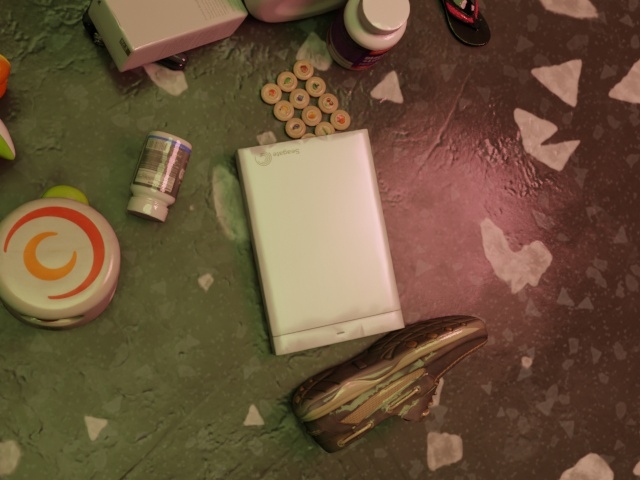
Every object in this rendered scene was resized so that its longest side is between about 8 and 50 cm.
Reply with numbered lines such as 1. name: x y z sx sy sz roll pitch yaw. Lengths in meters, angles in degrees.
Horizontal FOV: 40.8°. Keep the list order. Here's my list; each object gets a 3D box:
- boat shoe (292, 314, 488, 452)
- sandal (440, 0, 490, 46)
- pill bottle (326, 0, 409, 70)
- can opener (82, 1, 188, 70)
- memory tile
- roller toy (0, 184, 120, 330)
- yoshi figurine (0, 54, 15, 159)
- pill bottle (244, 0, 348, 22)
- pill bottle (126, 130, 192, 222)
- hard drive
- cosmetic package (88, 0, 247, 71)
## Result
1. boat shoe: 0.128 0.242 1.465 0.355 0.132 0.130 -25 101 -6
2. sandal: 0.256 -0.437 1.584 0.067 0.040 0.179 -30 92 -14
3. pill bottle: 0.083 -0.364 1.458 0.108 0.193 0.108 1 85 -13
4. can opener: -0.307 -0.336 1.433 0.186 0.059 0.073 25 80 -10
5. memory tile: -0.026 -0.235 1.515 0.113 0.012 0.148 -38 95 -13
6. roller toy: -0.410 0.042 1.331 0.209 0.146 0.191 -42 88 -21
7. yoshi figurine: -0.610 -0.130 1.270 0.203 0.203 0.362 10 72 30
8. pill bottle: -0.065 -0.592 1.425 0.229 0.229 0.407 -16 89 -14
9. pill bottle: -0.267 -0.103 1.413 0.078 0.078 0.137 18 82 -11
10. hard drive: 0.000 0.000 1.477 0.233 0.047 0.352 -11 90 -14
11. cosmetic package: -0.246 -0.370 1.401 0.231 0.085 0.117 -27 87 -32
